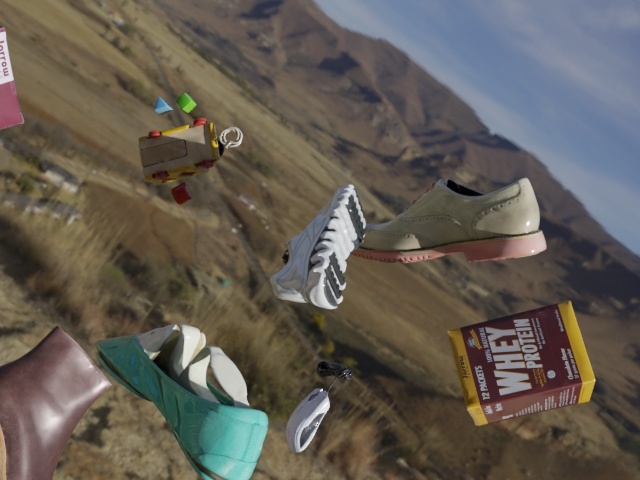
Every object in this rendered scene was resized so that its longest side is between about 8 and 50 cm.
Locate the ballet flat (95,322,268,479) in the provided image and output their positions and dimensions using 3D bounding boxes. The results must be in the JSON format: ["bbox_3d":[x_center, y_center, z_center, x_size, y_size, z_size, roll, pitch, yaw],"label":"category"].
[{"bbox_3d":[-0.124,0.128,0.751,0.083,0.087,0.247,30,0,-44],"label":"ballet flat"}]

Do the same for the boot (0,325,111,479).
[{"bbox_3d":[-0.370,0.270,1.125,0.248,0.207,0.090,56,-25,-13],"label":"boot"}]

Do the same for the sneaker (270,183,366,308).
[{"bbox_3d":[0.000,0.000,1.396,0.292,0.118,0.110,-64,142,-49],"label":"sneaker"}]

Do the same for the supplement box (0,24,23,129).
[{"bbox_3d":[-0.484,-0.238,1.045,0.239,0.130,0.073,29,43,35],"label":"supplement box"}]

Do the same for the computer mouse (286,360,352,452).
[{"bbox_3d":[-0.016,0.319,1.567,0.042,0.193,0.106,36,-11,-26],"label":"computer mouse"}]

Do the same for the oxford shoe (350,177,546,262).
[{"bbox_3d":[0.209,-0.038,1.471,0.397,0.146,0.140,-4,6,31],"label":"oxford shoe"}]

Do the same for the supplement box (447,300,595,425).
[{"bbox_3d":[0.323,0.204,1.307,0.191,0.194,0.129,54,23,-65],"label":"supplement box"}]

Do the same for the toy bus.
[{"bbox_3d":[-0.266,-0.179,1.645,0.202,0.190,0.104,35,3,14],"label":"toy bus"}]
